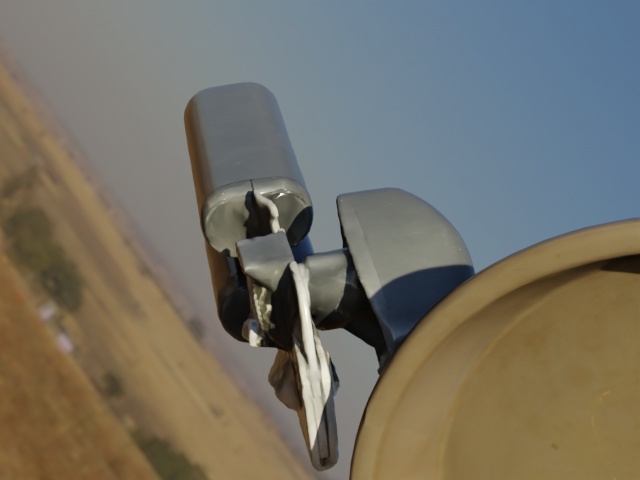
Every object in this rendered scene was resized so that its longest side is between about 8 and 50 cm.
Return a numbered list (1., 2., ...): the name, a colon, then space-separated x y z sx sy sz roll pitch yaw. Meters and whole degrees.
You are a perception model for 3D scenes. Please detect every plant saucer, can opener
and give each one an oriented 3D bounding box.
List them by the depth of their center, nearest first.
1. plant saucer: 0.141 0.110 0.585 0.278 0.278 0.041 55 38 -9
2. can opener: 0.000 0.000 0.758 0.283 0.095 0.076 -108 -171 -68
